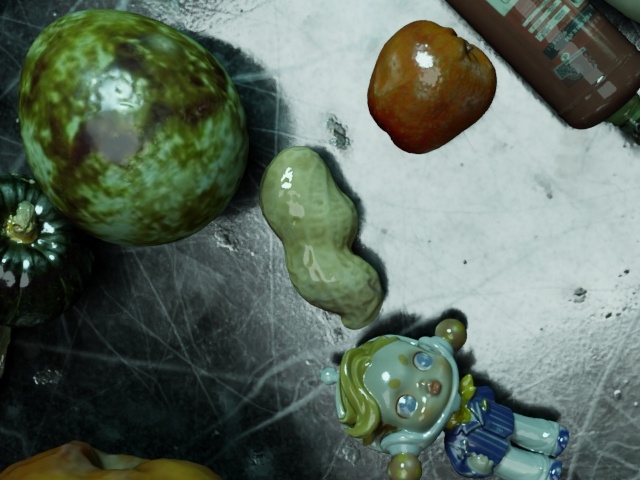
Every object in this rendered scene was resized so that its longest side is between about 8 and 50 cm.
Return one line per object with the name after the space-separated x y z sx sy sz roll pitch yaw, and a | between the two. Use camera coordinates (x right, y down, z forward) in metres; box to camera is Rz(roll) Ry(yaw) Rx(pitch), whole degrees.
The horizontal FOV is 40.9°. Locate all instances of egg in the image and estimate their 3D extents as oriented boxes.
-0.210 -0.131 0.943 0.238 0.238 0.289 -38 79 14 | egg

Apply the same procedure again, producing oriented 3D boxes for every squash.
-0.368 0.012 1.025 0.156 0.193 0.193 -4 100 52 | squash

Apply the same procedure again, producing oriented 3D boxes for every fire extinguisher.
0.251 -0.202 0.887 0.337 0.147 0.106 45 105 3 | fire extinguisher

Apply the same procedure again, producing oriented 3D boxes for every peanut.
0.000 0.000 0.998 0.104 0.085 0.227 -22 95 -5 | peanut

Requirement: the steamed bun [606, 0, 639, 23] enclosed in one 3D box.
0.391 -0.374 0.770 0.374 0.241 0.374 0 92 15 | steamed bun

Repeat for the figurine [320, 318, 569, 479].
0.146 0.190 0.986 0.274 0.133 0.193 5 67 -12 | figurine

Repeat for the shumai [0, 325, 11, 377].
-0.546 0.121 1.035 0.267 0.262 0.314 14 99 8 | shumai

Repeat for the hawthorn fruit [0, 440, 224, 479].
-0.256 0.454 0.961 0.472 0.472 0.471 2 99 11 | hawthorn fruit

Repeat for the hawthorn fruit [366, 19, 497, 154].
0.112 -0.166 0.932 0.133 0.133 0.138 33 106 5 | hawthorn fruit
